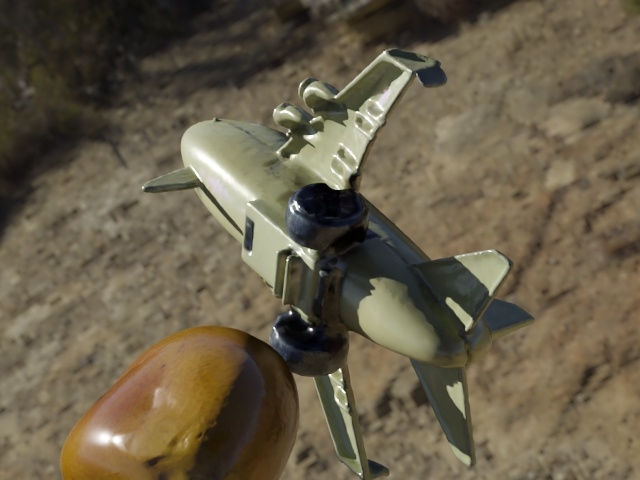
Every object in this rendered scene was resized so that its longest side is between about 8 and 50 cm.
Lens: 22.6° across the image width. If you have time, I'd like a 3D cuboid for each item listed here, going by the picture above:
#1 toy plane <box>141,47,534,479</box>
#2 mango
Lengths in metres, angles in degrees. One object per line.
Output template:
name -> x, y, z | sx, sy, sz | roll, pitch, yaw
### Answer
toy plane -> 0.000, 0.000, 0.767 | 0.092, 0.229, 0.244 | -20, 40, -37
mango -> -0.042, 0.065, 0.515 | 0.080, 0.060, 0.114 | -45, 4, -5
